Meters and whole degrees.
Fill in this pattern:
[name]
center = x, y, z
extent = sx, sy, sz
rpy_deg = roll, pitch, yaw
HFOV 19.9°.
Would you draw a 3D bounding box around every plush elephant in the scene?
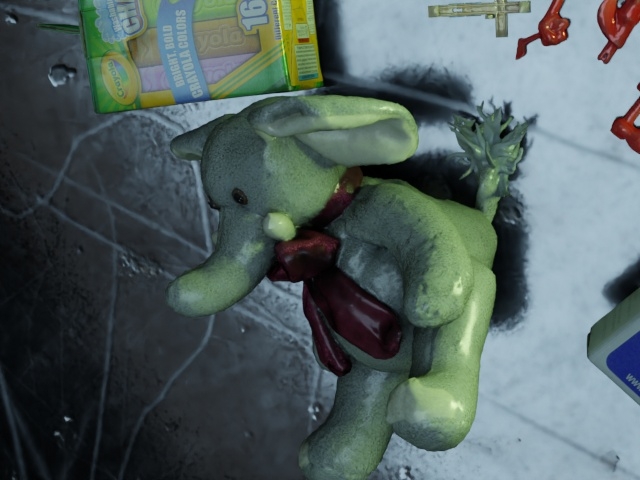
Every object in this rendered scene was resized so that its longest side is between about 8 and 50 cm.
[plush elephant]
center = 0.000, 0.000, 1.416
extent = 0.255, 0.272, 0.330
rpy_deg = 23, 76, -12

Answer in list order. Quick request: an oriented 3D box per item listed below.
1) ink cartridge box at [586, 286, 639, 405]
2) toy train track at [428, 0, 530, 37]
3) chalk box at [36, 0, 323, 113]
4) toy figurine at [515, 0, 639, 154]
[ink cartridge box]
center = 0.414, 0.084, 1.371
extent = 0.303, 0.072, 0.307
rpy_deg = 42, 115, -13
[toy train track]
center = 0.129, -0.188, 1.489
extent = 0.083, 0.014, 0.048
rpy_deg = -1, 97, 12
[chalk box]
center = -0.119, -0.173, 1.483
extent = 0.213, 0.132, 0.132
rpy_deg = -6, 96, 13
[toy figurine]
center = 0.314, -0.108, 1.359
extent = 0.362, 0.217, 0.191
rpy_deg = 40, 104, 4
